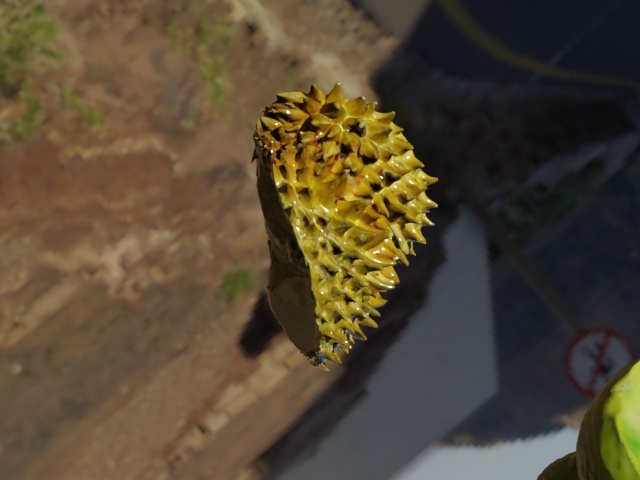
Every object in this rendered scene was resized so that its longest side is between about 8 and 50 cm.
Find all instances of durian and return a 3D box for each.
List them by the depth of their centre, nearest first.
[{"bbox_3d":[0.000,0.000,1.226,0.144,0.139,0.252,-55,150,-31],"label":"durian"}]

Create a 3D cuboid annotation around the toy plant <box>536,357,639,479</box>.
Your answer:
[{"bbox_3d":[0.282,0.244,1.389,0.184,0.224,0.316,-22,151,-26],"label":"toy plant"}]
